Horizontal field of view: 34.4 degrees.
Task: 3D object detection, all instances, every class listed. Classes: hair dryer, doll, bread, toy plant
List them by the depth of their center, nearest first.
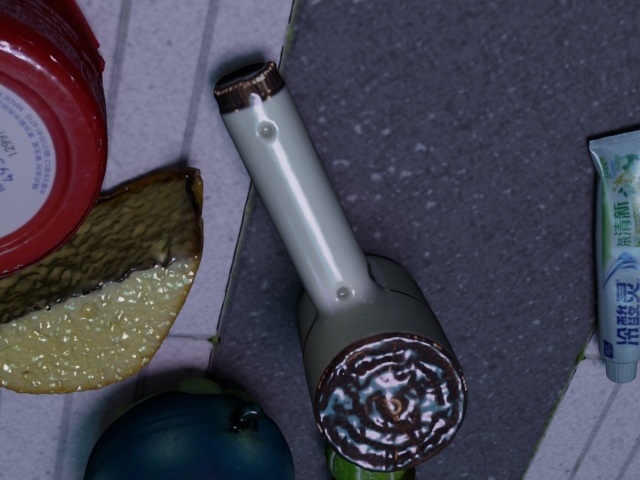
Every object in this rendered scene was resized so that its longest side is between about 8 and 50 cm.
[{"bbox_3d":[-0.197,0.048,0.867,0.260,0.129,0.134,-22,134,2],"label":"bread"},{"bbox_3d":[0.000,0.000,0.871,0.128,0.203,0.362,-24,108,3],"label":"hair dryer"},{"bbox_3d":[-0.141,0.265,0.999,0.199,0.186,0.322,17,121,-25],"label":"doll"},{"bbox_3d":[0.053,0.240,1.089,0.093,0.092,0.162,-13,127,-5],"label":"toy plant"}]

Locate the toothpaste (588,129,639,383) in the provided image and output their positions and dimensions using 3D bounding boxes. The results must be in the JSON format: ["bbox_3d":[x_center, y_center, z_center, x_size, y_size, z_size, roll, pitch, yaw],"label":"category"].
[{"bbox_3d":[0.303,0.022,1.034,0.075,0.048,0.296,-11,123,-3],"label":"toothpaste"}]

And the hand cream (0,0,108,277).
[{"bbox_3d":[-0.264,-0.091,0.740,0.230,0.149,0.230,-9,126,-12],"label":"hand cream"}]
